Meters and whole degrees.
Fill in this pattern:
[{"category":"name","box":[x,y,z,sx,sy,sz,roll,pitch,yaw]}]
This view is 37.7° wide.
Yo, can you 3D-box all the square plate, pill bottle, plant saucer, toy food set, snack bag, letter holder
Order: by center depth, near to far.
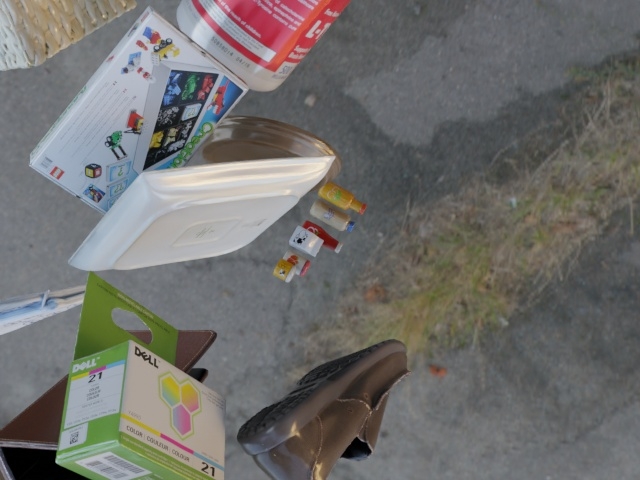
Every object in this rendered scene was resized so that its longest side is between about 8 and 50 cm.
[{"category":"letter holder","box":[-0.274,0.264,1.349,0.215,0.302,0.151,-6,112,31]},{"category":"square plate","box":[-0.191,-0.034,1.516,0.347,0.344,0.049,-37,67,50]},{"category":"snack bag","box":[-0.572,0.142,1.592,0.323,0.342,0.037,-19,87,21]},{"category":"pill bottle","box":[-0.044,-0.472,1.598,0.229,0.229,0.407,38,114,-12]},{"category":"plant saucer","box":[-0.099,-0.149,1.716,0.278,0.041,0.278,11,163,3]},{"category":"toy food set","box":[0.000,0.000,1.990,0.105,0.232,0.111,28,168,4]}]

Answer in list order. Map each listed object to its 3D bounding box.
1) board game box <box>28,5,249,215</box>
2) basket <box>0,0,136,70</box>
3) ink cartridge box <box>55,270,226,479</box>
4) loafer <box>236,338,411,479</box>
[{"category":"board game box","box":[-0.283,-0.185,1.462,0.193,0.053,0.305,37,101,-28]},{"category":"basket","box":[-0.555,-0.499,1.654,0.267,0.328,0.331,3,124,33]},{"category":"ink cartridge box","box":[-0.205,0.169,1.134,0.097,0.255,0.189,-20,140,25]},{"category":"loafer","box":[0.022,0.247,1.304,0.134,0.366,0.130,-26,90,37]}]
